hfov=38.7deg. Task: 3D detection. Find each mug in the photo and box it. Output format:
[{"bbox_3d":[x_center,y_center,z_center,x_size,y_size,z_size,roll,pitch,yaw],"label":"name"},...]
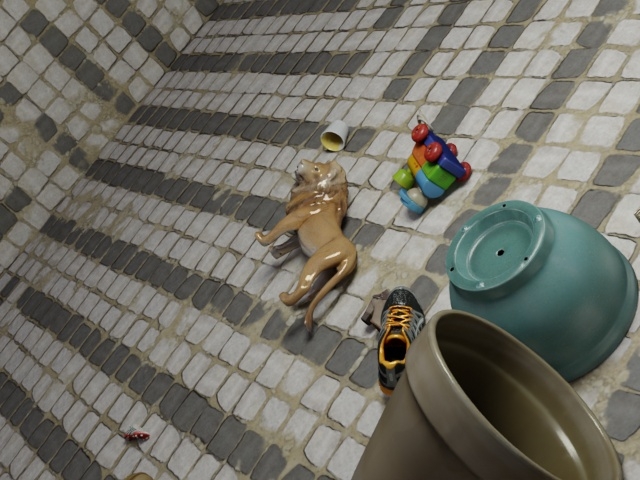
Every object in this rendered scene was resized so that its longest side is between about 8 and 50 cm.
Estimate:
[{"bbox_3d":[0.034,-0.261,2.237,0.078,0.062,0.064,-8,40,35],"label":"mug"}]

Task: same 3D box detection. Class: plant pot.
[{"bbox_3d":[0.196,0.305,1.251,0.280,0.323,0.323,-53,29,22],"label":"plant pot"},{"bbox_3d":[0.320,0.060,1.435,0.293,0.196,0.293,-29,36,24],"label":"plant pot"}]

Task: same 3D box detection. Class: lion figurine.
[{"bbox_3d":[0.000,0.000,1.947,0.240,0.142,0.392,-33,48,6],"label":"lion figurine"}]

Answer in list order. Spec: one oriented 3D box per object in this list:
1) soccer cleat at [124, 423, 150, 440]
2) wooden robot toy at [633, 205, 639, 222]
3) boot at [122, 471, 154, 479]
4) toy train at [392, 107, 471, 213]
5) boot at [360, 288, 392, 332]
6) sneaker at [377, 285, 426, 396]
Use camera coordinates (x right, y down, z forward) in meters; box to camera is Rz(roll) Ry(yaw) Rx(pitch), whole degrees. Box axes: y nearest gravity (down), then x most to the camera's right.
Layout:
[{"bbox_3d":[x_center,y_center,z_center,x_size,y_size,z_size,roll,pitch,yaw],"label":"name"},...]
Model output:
[{"bbox_3d":[-0.402,0.421,2.007,0.083,0.029,0.035,-17,46,44],"label":"soccer cleat"},{"bbox_3d":[0.536,-0.023,1.390,0.076,0.079,0.173,-38,34,13],"label":"wooden robot toy"},{"bbox_3d":[-0.279,0.512,1.713,0.269,0.089,0.236,-16,23,24],"label":"boot"},{"bbox_3d":[0.205,-0.169,1.916,0.143,0.105,0.248,-50,30,18],"label":"toy train"},{"bbox_3d":[0.131,0.134,1.713,0.087,0.042,0.118,-44,39,-12],"label":"boot"},{"bbox_3d":[0.140,0.164,1.606,0.084,0.083,0.215,-3,52,12],"label":"sneaker"}]
